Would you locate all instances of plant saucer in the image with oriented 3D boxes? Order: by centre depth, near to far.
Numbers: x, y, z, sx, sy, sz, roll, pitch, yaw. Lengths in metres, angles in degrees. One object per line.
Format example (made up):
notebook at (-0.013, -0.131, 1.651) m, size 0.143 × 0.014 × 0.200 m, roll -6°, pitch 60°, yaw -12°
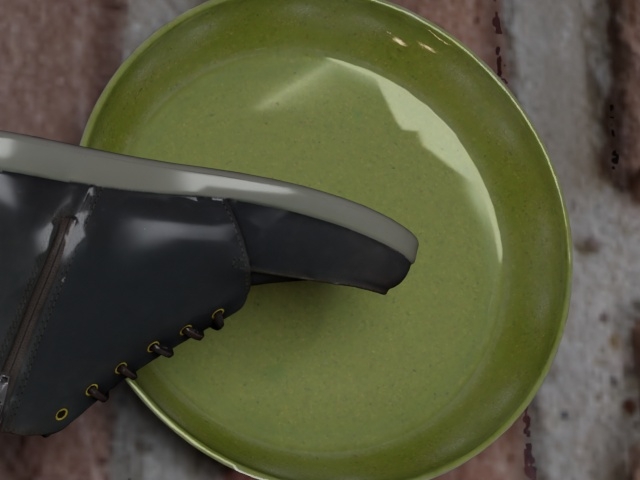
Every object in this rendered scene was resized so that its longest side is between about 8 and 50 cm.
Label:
plant saucer at (0.000, 0.000, 0.843) m, size 0.241 × 0.037 × 0.241 m, roll 6°, pitch 71°, yaw -18°

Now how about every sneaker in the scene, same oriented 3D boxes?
sneaker at (-0.069, 0.026, 0.759) m, size 0.222 × 0.083 × 0.118 m, roll 9°, pitch 90°, yaw -24°
